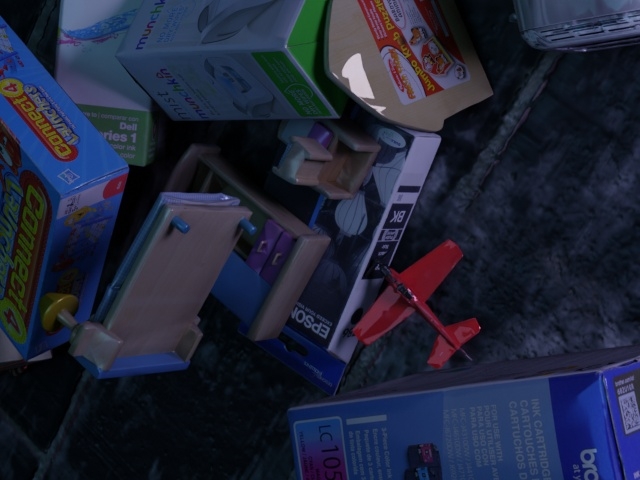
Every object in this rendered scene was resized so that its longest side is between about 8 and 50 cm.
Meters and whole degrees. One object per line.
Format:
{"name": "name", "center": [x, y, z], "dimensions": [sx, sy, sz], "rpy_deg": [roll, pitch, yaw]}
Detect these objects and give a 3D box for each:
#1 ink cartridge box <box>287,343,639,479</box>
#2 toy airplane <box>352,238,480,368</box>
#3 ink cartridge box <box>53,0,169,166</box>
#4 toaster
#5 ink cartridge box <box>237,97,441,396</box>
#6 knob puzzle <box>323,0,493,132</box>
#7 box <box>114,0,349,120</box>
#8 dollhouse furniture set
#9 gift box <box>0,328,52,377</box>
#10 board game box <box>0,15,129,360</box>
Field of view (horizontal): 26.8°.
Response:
{"name": "ink cartridge box", "center": [0.206, 0.186, 1.247], "dimensions": [0.395, 0.270, 0.151], "rpy_deg": [-14, 85, 35]}
{"name": "toy airplane", "center": [0.107, 0.075, 1.439], "dimensions": [0.151, 0.028, 0.151], "rpy_deg": [0, 87, 9]}
{"name": "ink cartridge box", "center": [-0.233, -0.235, 1.572], "dimensions": [0.117, 0.201, 0.278], "rpy_deg": [7, 97, 0]}
{"name": "toaster", "center": [0.280, -0.260, 1.270], "dimensions": [0.227, 0.129, 0.146], "rpy_deg": [-5, 93, 33]}
{"name": "ink cartridge box", "center": [0.000, 0.000, 1.515], "dimensions": [0.165, 0.065, 0.332], "rpy_deg": [30, 109, 30]}
{"name": "knob puzzle", "center": [0.072, -0.195, 1.365], "dimensions": [0.030, 0.213, 0.213], "rpy_deg": [-21, 79, 53]}
{"name": "box", "center": [-0.054, -0.264, 1.438], "dimensions": [0.231, 0.127, 0.262], "rpy_deg": [4, 60, 35]}
{"name": "dollhouse furniture set", "center": [-0.148, -0.037, 1.395], "dimensions": [0.198, 0.303, 0.286], "rpy_deg": [39, 112, 27]}
{"name": "gift box", "center": [-0.524, 0.069, 1.768], "dimensions": [0.276, 0.258, 0.255], "rpy_deg": [-11, 86, 41]}
{"name": "board game box", "center": [-0.359, -0.071, 1.502], "dimensions": [0.302, 0.086, 0.308], "rpy_deg": [48, 142, 21]}
